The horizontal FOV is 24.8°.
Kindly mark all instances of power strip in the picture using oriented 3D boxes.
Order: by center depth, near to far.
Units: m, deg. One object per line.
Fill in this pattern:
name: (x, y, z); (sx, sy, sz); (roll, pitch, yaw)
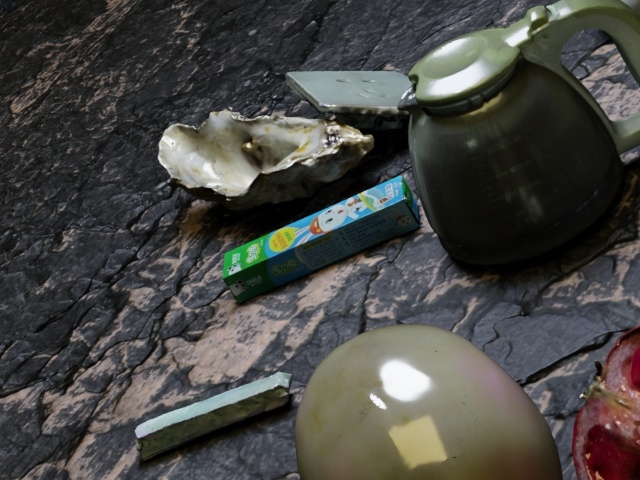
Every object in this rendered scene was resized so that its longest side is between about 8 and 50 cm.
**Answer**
power strip: (0.065, -0.191, 2.091); (0.198, 0.065, 0.213); (1, 21, -18)

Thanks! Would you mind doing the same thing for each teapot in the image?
teapot: (0.241, -0.132, 1.678); (0.321, 0.239, 0.239); (-10, 36, 31)

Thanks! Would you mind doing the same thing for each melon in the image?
melon: (0.094, 0.197, 1.314); (0.223, 0.223, 0.317); (-34, 24, -6)

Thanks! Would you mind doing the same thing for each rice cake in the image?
rice cake: (-0.126, 0.205, 1.703); (0.210, 0.034, 0.043); (-22, 21, 17)

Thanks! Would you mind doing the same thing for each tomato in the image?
tomato: (0.321, 0.166, 1.286); (0.173, 0.099, 0.189); (39, 112, 45)

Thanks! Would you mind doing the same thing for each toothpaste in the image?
toothpaste: (0.000, 0.000, 1.892); (0.266, 0.050, 0.065); (-23, 32, 15)

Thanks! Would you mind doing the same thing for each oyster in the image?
oyster: (-0.075, -0.113, 2.054); (0.341, 0.110, 0.166); (-9, 52, 19)

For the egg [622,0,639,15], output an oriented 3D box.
egg: (0.403, -0.338, 1.989); (0.103, 0.103, 0.135); (-32, 32, -2)

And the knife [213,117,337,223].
knife: (-0.043, -0.118, 2.147); (0.296, 0.026, 0.044); (-42, 18, -18)
